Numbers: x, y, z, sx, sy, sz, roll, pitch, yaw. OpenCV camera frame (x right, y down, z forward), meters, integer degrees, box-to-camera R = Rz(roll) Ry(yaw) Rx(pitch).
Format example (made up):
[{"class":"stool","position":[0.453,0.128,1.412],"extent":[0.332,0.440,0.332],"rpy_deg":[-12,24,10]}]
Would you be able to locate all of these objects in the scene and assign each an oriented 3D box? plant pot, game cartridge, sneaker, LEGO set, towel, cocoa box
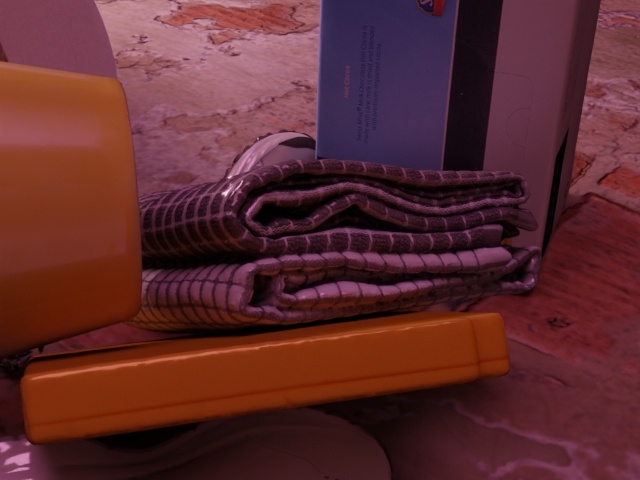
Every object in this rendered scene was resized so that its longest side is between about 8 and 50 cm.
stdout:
[{"class":"plant pot","position":[-0.245,-0.019,0.733],"extent":[0.239,0.254,0.254],"rpy_deg":[-5,33,-14]},{"class":"game cartridge","position":[-0.056,0.089,0.770],"extent":[0.285,0.053,0.323],"rpy_deg":[-6,-1,-13]},{"class":"sneaker","position":[-0.092,0.191,0.744],"extent":[0.297,0.111,0.129],"rpy_deg":[-9,50,-11]},{"class":"LEGO set","position":[-0.258,0.092,0.946],"extent":[0.054,0.023,0.083],"rpy_deg":[12,20,10]},{"class":"sneaker","position":[-0.062,-0.010,1.061],"extent":[0.108,0.100,0.271],"rpy_deg":[25,43,15]},{"class":"towel","position":[0.000,0.000,0.869],"extent":[0.283,0.121,0.235],"rpy_deg":[-5,-3,-34]},{"class":"cocoa box","position":[0.135,-0.170,1.076],"extent":[0.228,0.347,0.231],"rpy_deg":[12,33,16]}]

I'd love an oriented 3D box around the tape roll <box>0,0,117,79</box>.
[{"class":"tape roll","position":[-0.363,-0.117,0.937],"extent":[0.392,0.392,0.072],"rpy_deg":[-11,10,-20]}]
